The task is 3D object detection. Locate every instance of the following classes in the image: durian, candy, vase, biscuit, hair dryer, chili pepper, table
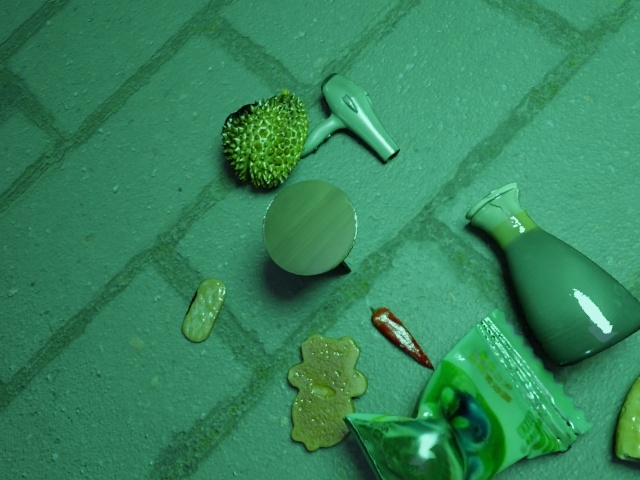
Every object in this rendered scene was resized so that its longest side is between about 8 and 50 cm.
[{"bbox_3d":[-0.128,-0.244,0.944,0.193,0.137,0.238,-9,64,46],"label":"durian"},{"bbox_3d":[0.256,0.322,0.756,0.397,0.172,0.263,-31,77,-11],"label":"candy"},{"bbox_3d":[0.410,0.050,0.797,0.173,0.173,0.321,-30,67,2],"label":"vase"},{"bbox_3d":[0.012,0.303,0.865,0.165,0.036,0.226,2,80,11],"label":"biscuit"},{"bbox_3d":[0.050,-0.212,0.974,0.229,0.092,0.267,33,98,10],"label":"hair dryer"},{"bbox_3d":[-0.258,0.153,0.958,0.071,0.018,0.147,20,80,12],"label":"biscuit"},{"bbox_3d":[0.163,0.196,0.867,0.045,0.027,0.178,-43,75,-3],"label":"chili pepper"},{"bbox_3d":[0.000,0.000,0.839,0.166,0.227,0.167,-2,77,10],"label":"table"}]

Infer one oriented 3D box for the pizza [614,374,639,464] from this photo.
[{"bbox_3d":[0.690,0.290,0.712,0.408,0.114,0.278,-24,69,6],"label":"pizza"}]
